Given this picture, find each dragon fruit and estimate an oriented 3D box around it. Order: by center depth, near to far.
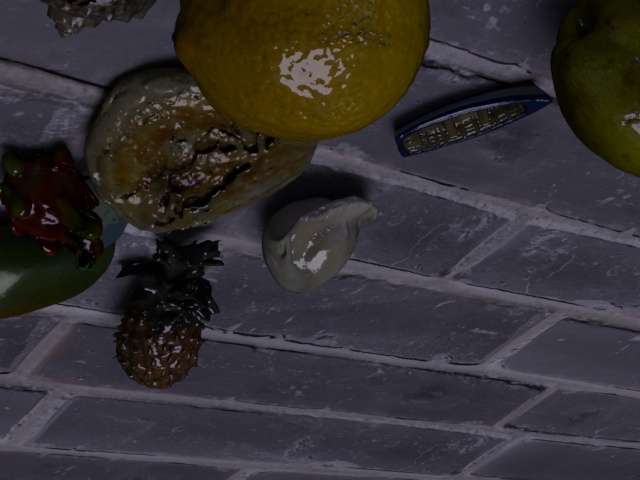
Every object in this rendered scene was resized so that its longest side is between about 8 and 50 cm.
[{"bbox_3d":[-0.346,-0.043,1.693,0.142,0.175,0.138,-10,141,-55],"label":"dragon fruit"}]

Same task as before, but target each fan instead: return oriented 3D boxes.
[{"bbox_3d":[-0.336,-0.053,1.763,0.113,0.005,0.175,-48,129,-8],"label":"fan"}]

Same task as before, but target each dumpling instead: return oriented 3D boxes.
[{"bbox_3d":[0.000,0.000,1.938,0.179,0.131,0.252,-32,164,-19],"label":"dumpling"}]

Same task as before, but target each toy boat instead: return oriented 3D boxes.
[{"bbox_3d":[0.215,-0.178,1.802,0.229,0.046,0.080,-20,148,8],"label":"toy boat"}]

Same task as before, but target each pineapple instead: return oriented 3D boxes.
[{"bbox_3d":[-0.244,0.101,1.990,0.170,0.141,0.310,18,135,-5],"label":"pineapple"}]

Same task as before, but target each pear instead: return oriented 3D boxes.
[{"bbox_3d":[0.443,-0.211,1.634,0.321,0.269,0.269,21,136,-28],"label":"pear"}]

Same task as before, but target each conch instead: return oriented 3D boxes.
[{"bbox_3d":[-0.229,-0.307,1.380,0.207,0.130,0.155,-58,167,21],"label":"conch"}]

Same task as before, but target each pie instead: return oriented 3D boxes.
[{"bbox_3d":[-0.159,-0.119,1.708,0.339,0.077,0.339,-11,150,-6],"label":"pie"}]

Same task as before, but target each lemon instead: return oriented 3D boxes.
[{"bbox_3d":[-0.021,-0.242,1.386,0.293,0.293,0.293,-11,149,-6],"label":"lemon"}]

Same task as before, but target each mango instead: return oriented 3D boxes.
[{"bbox_3d":[-0.421,0.036,1.826,0.251,0.114,0.156,-17,139,-26],"label":"mango"}]
